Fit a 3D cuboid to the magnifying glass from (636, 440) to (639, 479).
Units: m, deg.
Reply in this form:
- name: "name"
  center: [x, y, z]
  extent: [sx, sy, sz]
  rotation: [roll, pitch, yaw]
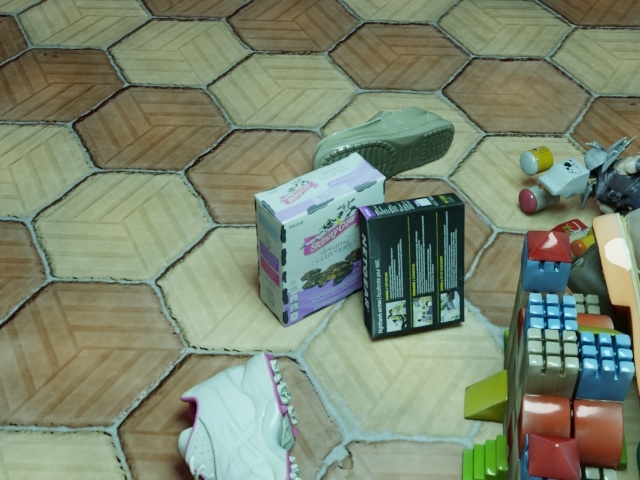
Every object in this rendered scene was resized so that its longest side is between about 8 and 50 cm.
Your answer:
- name: "magnifying glass"
  center: [0.390, 0.296, 1.002]
  extent: [0.092, 0.026, 0.231]
  rotation: [25, 46, 23]

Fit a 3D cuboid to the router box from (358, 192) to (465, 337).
- name: "router box"
  center: [0.123, 0.034, 1.161]
  extent: [0.133, 0.178, 0.046]
  rotation: [-9, 25, -11]

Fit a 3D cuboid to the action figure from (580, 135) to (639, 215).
- name: "action figure"
  center: [0.489, -0.046, 1.269]
  extent: [0.099, 0.185, 0.285]
  rotation: [-39, 71, -14]

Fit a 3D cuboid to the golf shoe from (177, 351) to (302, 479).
- name: "golf shoe"
  center: [-0.085, 0.264, 0.982]
  extent: [0.140, 0.115, 0.306]
  rotation: [-15, 38, -1]

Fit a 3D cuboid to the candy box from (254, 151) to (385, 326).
- name: "candy box"
  center: [0.000, 0.000, 1.186]
  extent: [0.165, 0.196, 0.070]
  rotation: [-25, 49, -24]

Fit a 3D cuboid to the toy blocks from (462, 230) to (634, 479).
- name: "toy blocks"
  center: [0.261, 0.169, 0.954]
  extent: [0.191, 0.260, 0.381]
  rotation: [4, 45, 7]

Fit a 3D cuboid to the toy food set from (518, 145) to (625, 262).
- name: "toy food set"
  center: [0.349, -0.041, 1.295]
  extent: [0.105, 0.111, 0.232]
  rotation: [-19, 47, -20]

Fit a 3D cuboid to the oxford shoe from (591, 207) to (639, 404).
- name: "oxford shoe"
  center: [0.408, 0.132, 0.961]
  extent: [0.133, 0.130, 0.363]
  rotation: [-16, 80, 16]

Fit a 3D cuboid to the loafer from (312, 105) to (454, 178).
- name: "loafer"
  center: [0.093, -0.155, 1.432]
  extent: [0.269, 0.101, 0.092]
  rotation: [-15, 43, -29]

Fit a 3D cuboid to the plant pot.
- name: "plant pot"
  center: [0.407, 0.063, 1.110]
  extent: [0.165, 0.167, 0.167]
  rotation: [44, 55, 11]
